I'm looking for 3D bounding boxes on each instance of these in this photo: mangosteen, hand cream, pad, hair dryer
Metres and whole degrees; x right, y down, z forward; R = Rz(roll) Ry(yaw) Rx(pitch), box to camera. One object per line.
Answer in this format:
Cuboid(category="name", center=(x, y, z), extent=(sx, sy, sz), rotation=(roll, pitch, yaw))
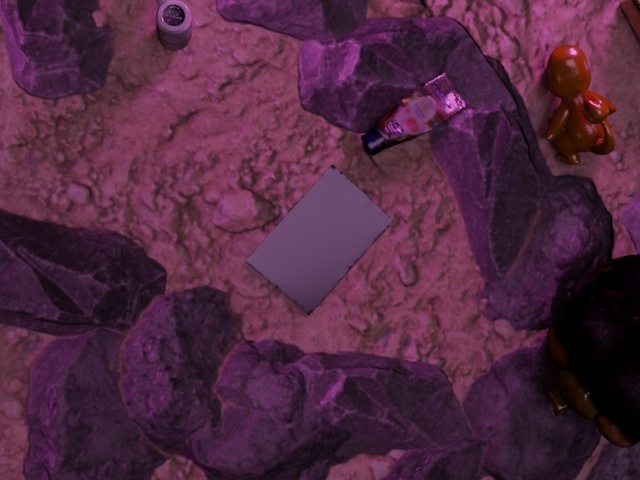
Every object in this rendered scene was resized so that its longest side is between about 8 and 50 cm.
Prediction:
Cuboid(category="mangosteen", center=(0.457, 0.171, 1.441), extent=(0.275, 0.275, 0.302), rotation=(43, 119, -14))
Cuboid(category="hand cream", center=(0.133, -0.178, 1.418), extent=(0.163, 0.039, 0.062), rotation=(-33, 88, -8))
Cuboid(category="pad", center=(0.000, 0.000, 1.432), extent=(0.127, 0.004, 0.190), rotation=(42, 88, -15))
Cuboid(category="hair dryer", center=(-0.208, -0.329, 1.307), extent=(0.047, 0.082, 0.137), rotation=(-17, 86, -9))

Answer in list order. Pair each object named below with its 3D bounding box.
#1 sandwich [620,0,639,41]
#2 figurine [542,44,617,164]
Cuboid(category="sandwich", center=(0.565, -0.318, 1.476), extent=(0.162, 0.058, 0.193), rotation=(-32, 101, -6))
Cuboid(category="figurine", center=(0.378, -0.198, 1.422), extent=(0.121, 0.122, 0.176), rotation=(-24, 103, -5))
